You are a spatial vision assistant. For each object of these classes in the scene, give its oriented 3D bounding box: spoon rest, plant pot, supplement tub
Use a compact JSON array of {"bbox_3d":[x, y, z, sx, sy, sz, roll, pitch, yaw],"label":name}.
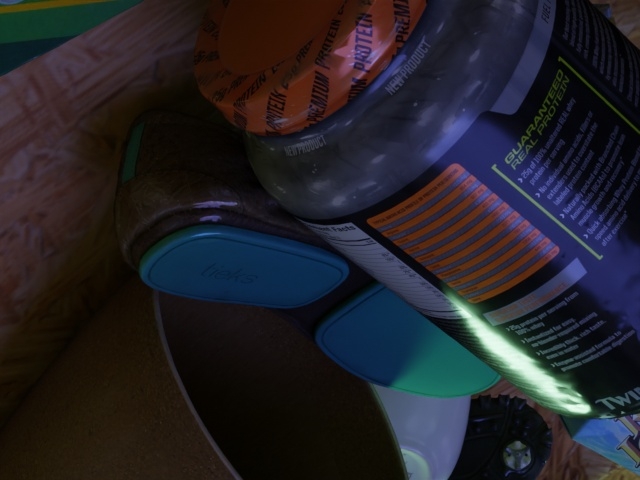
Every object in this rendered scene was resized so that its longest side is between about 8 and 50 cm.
[{"bbox_3d":[0.083,0.111,1.453,0.137,0.084,0.276,26,121,-27],"label":"spoon rest"},{"bbox_3d":[-0.113,0.160,1.215,0.254,0.237,0.237,-36,150,21],"label":"plant pot"},{"bbox_3d":[0.092,-0.051,1.065,0.193,0.193,0.316,-45,123,10],"label":"supplement tub"}]

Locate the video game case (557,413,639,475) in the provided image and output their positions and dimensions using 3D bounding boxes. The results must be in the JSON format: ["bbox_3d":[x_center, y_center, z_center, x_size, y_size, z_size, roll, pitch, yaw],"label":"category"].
[{"bbox_3d":[0.380,0.112,1.669,0.244,0.061,0.269,30,111,-24],"label":"video game case"}]

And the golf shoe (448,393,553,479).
[{"bbox_3d":[0.070,0.220,1.585,0.273,0.105,0.120,-36,166,4],"label":"golf shoe"}]

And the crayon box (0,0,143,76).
[{"bbox_3d":[-0.066,-0.225,0.888,0.323,0.083,0.203,-31,147,-13],"label":"crayon box"}]

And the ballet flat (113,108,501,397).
[{"bbox_3d":[0.000,0.000,1.191,0.116,0.124,0.342,-34,144,30],"label":"ballet flat"}]

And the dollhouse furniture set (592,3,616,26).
[{"bbox_3d":[0.184,-0.142,1.259,0.303,0.198,0.286,-11,125,12],"label":"dollhouse furniture set"}]
